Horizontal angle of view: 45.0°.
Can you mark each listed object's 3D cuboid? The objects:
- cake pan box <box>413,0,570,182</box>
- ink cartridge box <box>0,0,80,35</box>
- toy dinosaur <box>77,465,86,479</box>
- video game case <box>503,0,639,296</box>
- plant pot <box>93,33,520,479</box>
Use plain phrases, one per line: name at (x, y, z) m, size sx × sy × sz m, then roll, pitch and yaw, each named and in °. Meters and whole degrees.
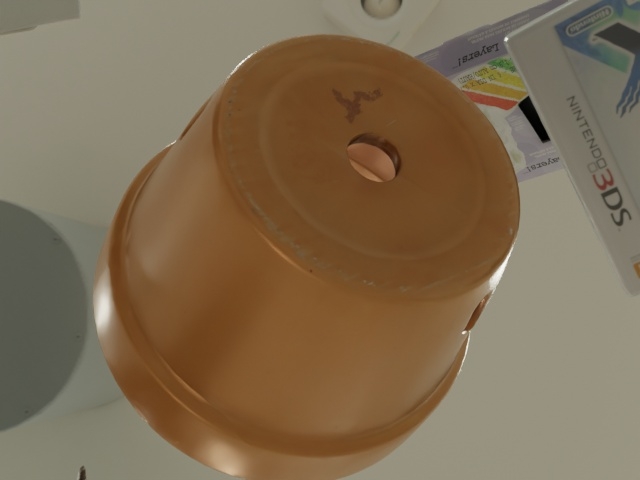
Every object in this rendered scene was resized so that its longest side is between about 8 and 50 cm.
cake pan box at (0.246, -0.171, 1.003) m, size 0.267 × 0.246 × 0.070 m, roll -17°, pitch -126°, yaw 29°
ink cartridge box at (-0.229, -0.221, 0.447) m, size 0.127 × 0.176 × 0.128 m, roll -23°, pitch -131°, yaw -30°
toy dinosaur at (-0.298, 0.301, 0.637) m, size 0.200 × 0.127 × 0.296 m, roll 2°, pitch -88°, yaw -20°
video game case at (0.387, -0.137, 0.726) m, size 0.329 × 0.036 × 0.300 m, roll -27°, pitch -75°, yaw 15°
plant pot at (0.000, 0.000, 0.539) m, size 0.290 × 0.203 × 0.291 m, roll 10°, pitch -123°, yaw -16°
